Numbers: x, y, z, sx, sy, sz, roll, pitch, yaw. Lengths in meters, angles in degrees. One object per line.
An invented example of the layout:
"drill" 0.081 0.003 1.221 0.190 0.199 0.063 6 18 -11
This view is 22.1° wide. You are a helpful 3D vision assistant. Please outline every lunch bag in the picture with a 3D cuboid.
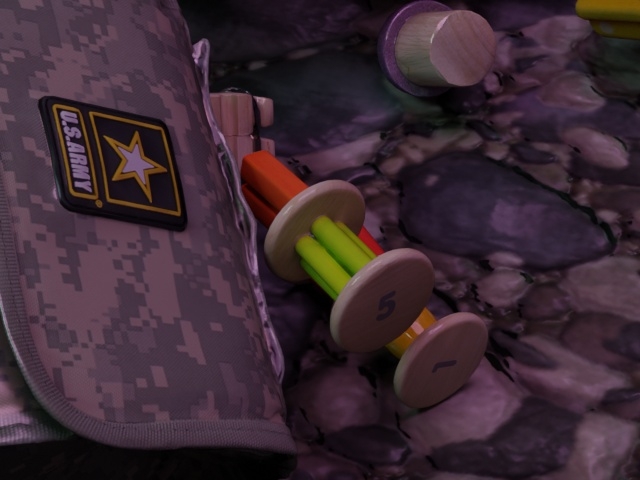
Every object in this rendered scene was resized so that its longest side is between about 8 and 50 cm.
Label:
"lunch bag" -0.163 0.008 0.670 0.287 0.169 0.235 -11 65 -13

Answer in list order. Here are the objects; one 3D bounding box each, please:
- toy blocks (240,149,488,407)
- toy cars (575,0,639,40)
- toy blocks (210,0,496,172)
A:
"toy blocks" 0.000 0.000 0.752 0.054 0.123 0.148 -45 53 -1
"toy cars" 0.238 -0.231 1.026 0.176 0.087 0.394 -21 36 17
"toy blocks" -0.073 -0.198 0.931 0.288 0.309 0.260 -6 9 -24
